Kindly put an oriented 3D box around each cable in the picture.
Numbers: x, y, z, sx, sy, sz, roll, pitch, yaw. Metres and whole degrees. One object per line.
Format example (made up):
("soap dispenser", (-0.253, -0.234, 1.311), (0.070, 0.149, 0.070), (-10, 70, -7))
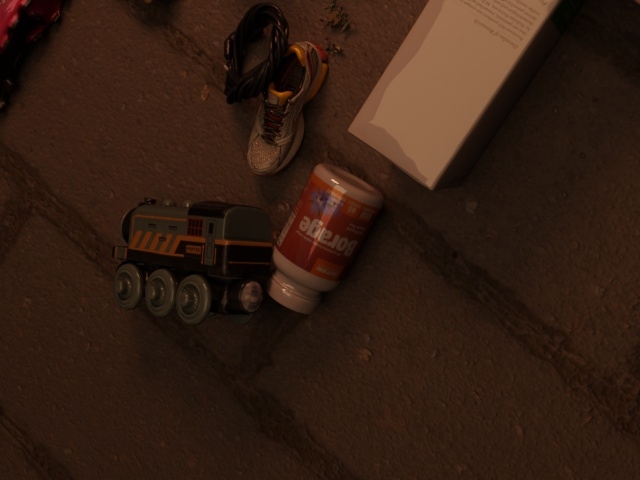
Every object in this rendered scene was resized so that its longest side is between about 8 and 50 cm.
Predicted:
("cable", (-0.108, -0.290, 1.363), (0.184, 0.047, 0.150), (-3, 71, 57))

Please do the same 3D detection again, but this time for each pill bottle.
("pill bottle", (0.000, 0.000, 1.351), (0.121, 0.121, 0.216), (32, 105, 17))

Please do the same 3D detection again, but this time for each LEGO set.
("LEGO set", (0.025, -0.338, 1.375), (0.054, 0.023, 0.083), (27, 116, 20))

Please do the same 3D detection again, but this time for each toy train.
("toy train", (-0.212, 0.029, 1.400), (0.334, 0.142, 0.190), (6, 90, 44))

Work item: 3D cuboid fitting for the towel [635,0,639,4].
("towel", (0.410, -0.441, 1.090), (0.332, 0.053, 0.317), (-37, 74, -25))

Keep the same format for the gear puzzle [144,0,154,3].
("gear puzzle", (-0.234, -0.557, 1.406), (0.175, 0.044, 0.339), (46, 108, 13))

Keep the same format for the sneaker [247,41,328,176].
("sneaker", (-0.068, -0.210, 1.379), (0.088, 0.093, 0.225), (23, 102, 19))

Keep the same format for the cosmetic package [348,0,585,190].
("cosmetic package", (0.215, -0.260, 1.210), (0.155, 0.197, 0.365), (35, 107, 14))

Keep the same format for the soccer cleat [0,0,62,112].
("soccer cleat", (-0.578, -0.379, 1.556), (0.143, 0.116, 0.331), (42, 107, 14))
